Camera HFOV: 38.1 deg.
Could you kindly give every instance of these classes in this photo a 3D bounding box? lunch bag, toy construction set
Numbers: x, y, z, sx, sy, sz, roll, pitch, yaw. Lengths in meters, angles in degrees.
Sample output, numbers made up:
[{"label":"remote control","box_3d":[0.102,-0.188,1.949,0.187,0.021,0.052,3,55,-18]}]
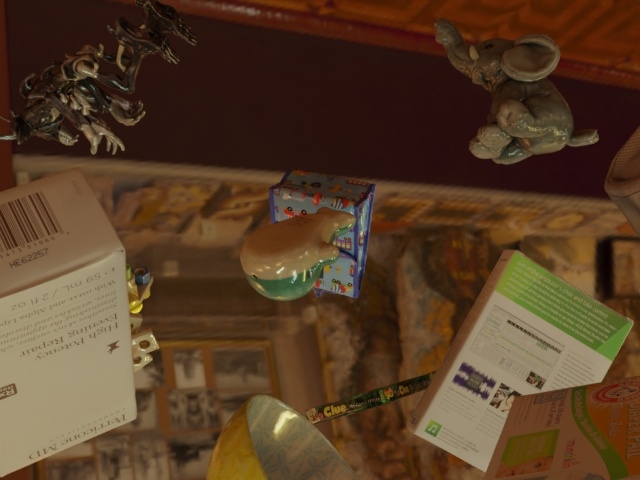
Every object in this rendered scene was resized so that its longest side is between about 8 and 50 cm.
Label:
[{"label":"lunch bag","box_3d":[0.000,0.000,2.210,0.221,0.138,0.293,11,120,16]},{"label":"toy construction set","box_3d":[-0.353,0.132,1.447,0.215,0.151,0.328,-6,-159,-15]}]

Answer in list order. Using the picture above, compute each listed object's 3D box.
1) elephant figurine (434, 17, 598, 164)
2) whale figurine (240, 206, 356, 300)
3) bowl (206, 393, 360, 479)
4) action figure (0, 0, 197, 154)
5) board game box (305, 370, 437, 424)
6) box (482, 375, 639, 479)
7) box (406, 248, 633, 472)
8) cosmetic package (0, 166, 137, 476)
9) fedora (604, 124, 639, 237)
[{"label":"elephant figurine","box_3d":[0.306,-0.256,1.478,0.186,0.239,0.169,15,153,-39]},{"label":"whale figurine","box_3d":[-0.040,0.027,1.942,0.216,0.141,0.272,14,-143,40]},{"label":"bowl","box_3d":[-0.052,0.349,1.133,0.156,0.289,0.289,-40,152,10]},{"label":"action figure","box_3d":[-0.284,-0.179,1.163,0.275,0.164,0.141,-30,117,24]},{"label":"board game box","box_3d":[0.092,0.251,1.493,0.136,0.030,0.259,-23,169,23]},{"label":"box","box_3d":[0.172,0.168,0.572,0.114,0.103,0.203,-14,-174,21]},{"label":"box","box_3d":[0.310,0.207,1.437,0.232,0.322,0.058,31,177,-10]},{"label":"cosmetic package","box_3d":[-0.197,0.065,0.645,0.117,0.085,0.231,-22,148,-22]},{"label":"fedora","box_3d":[0.376,-0.067,0.919,0.124,0.244,0.275,33,161,-9]}]
